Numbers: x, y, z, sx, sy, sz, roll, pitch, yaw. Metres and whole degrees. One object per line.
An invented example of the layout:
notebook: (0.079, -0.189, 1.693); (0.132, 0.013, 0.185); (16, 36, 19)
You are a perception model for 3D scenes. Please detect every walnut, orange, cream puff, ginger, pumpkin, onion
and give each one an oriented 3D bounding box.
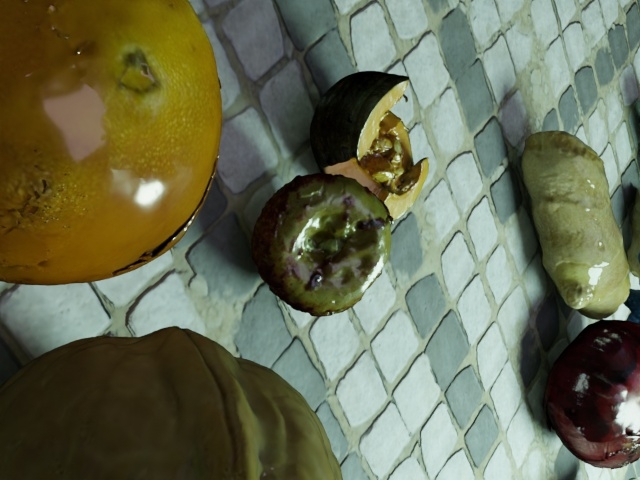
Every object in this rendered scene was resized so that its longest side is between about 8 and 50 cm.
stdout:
walnut: (-0.116, 0.218, 0.572); (0.252, 0.277, 0.313); (68, 24, -79)
orange: (-0.182, -0.087, 0.520); (0.240, 0.240, 0.240); (-3, 94, -48)
cream puff: (0.000, 0.000, 0.804); (0.149, 0.084, 0.149); (-6, 107, -18)
ginger: (0.625, 0.000, 1.524); (0.115, 0.123, 0.193); (14, 46, -29)
pumpkin: (0.045, -0.106, 0.849); (0.119, 0.107, 0.183); (-50, 148, -23)
onion: (0.479, 0.245, 1.264); (0.252, 0.219, 0.252); (-9, 104, -40)
ginger: (0.393, -0.017, 1.227); (0.190, 0.126, 0.354); (-47, 121, -40)

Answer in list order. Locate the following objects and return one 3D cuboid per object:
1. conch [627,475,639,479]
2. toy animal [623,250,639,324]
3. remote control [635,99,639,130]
conch: (0.460, 0.520, 1.305); (0.291, 0.159, 0.210); (-51, 155, -24)
toy animal: (0.570, 0.118, 1.343); (0.239, 0.255, 0.176); (93, 22, -47)
remote control: (0.675, -0.128, 1.552); (0.140, 0.056, 0.296); (-84, 153, -59)
